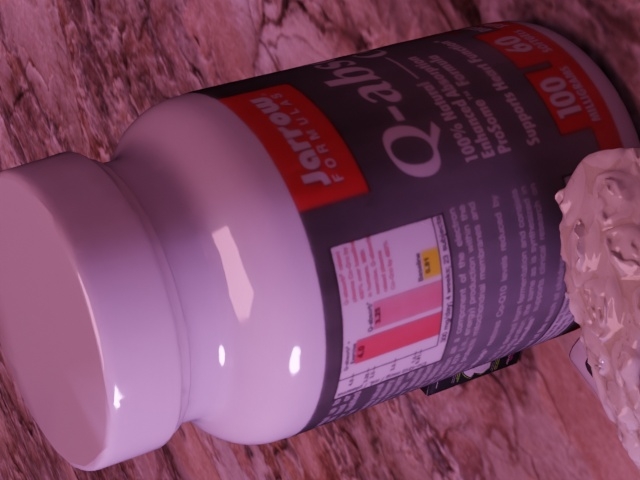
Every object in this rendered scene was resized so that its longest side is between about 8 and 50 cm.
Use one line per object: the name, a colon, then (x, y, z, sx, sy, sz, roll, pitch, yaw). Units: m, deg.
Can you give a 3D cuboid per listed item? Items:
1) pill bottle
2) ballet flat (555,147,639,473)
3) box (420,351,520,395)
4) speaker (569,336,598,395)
pill bottle: (0.000, 0.000, 0.869, 0.210, 0.363, 0.210, 35, 133, 48)
ballet flat: (0.245, 0.135, 0.735, 0.147, 0.147, 0.408, -17, 96, 61)
box: (0.095, 0.061, 1.023, 0.062, 0.083, 0.052, 48, 141, 38)
speaker: (0.212, 0.108, 0.879, 0.136, 0.055, 0.055, 56, 147, 28)
